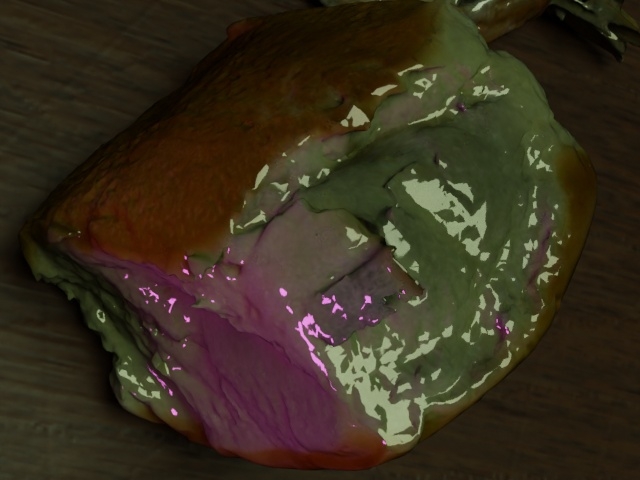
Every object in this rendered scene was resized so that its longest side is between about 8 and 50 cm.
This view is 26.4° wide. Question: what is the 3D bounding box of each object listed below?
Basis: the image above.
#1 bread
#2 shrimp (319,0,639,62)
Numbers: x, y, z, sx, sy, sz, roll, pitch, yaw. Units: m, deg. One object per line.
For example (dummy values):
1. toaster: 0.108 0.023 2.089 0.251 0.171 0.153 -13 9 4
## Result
1. bread: 0.000 0.000 0.800 0.250 0.279 0.225 -48 115 -28
2. shrimp: 0.112 -0.197 1.026 0.317 0.077 0.168 24 77 -17
